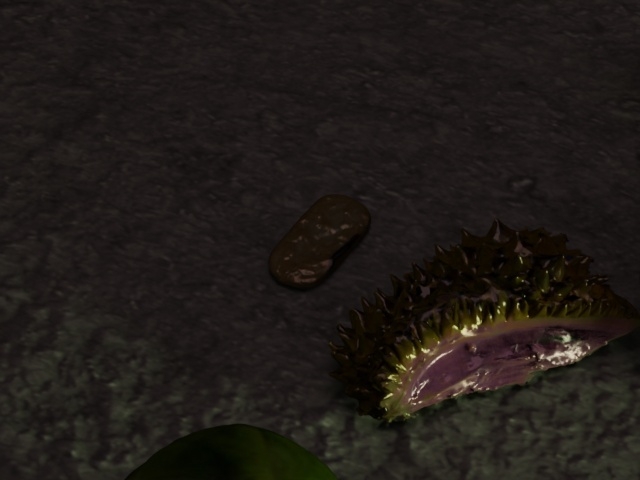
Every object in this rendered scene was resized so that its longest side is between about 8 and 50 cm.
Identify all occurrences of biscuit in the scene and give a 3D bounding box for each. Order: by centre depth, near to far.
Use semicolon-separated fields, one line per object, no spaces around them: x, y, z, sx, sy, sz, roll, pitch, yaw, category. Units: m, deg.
0.000;0.000;2.053;0.071;0.018;0.147;26;54;21;biscuit

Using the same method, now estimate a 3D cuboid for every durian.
0.156;0.060;1.946;0.341;0.112;0.191;-17;54;-14;durian

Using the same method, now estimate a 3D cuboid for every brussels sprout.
-0.100;0.295;1.671;0.219;0.210;0.271;31;63;-5;brussels sprout

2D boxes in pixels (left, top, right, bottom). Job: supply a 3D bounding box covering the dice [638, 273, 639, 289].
0.500;-0.001;1.889;0.270;0.270;0.271;31;43;23;dice
